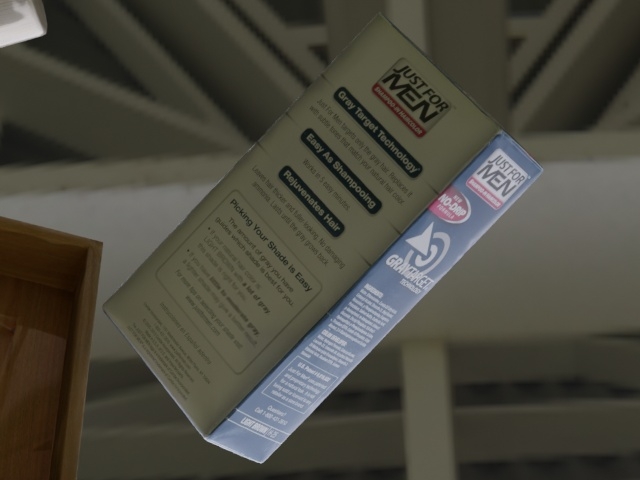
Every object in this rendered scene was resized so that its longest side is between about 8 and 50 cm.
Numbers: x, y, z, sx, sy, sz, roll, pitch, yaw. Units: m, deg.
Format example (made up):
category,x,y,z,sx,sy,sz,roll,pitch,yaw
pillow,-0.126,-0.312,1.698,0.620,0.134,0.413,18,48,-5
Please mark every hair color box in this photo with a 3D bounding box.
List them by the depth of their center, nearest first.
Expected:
category,x,y,z,sx,sy,sz,roll,pitch,yaw
hair color box,0.000,0.000,1.636,0.347,0.105,0.174,-46,-123,7

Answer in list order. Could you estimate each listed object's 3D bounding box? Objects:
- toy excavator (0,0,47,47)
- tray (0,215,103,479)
category,x,y,z,sx,sy,sz,roll,pitch,yaw
toy excavator,-0.369,-0.392,2.022,0.222,0.433,0.445,-16,180,0
tray,-0.309,0.119,1.699,0.202,0.076,0.411,15,-147,-12
